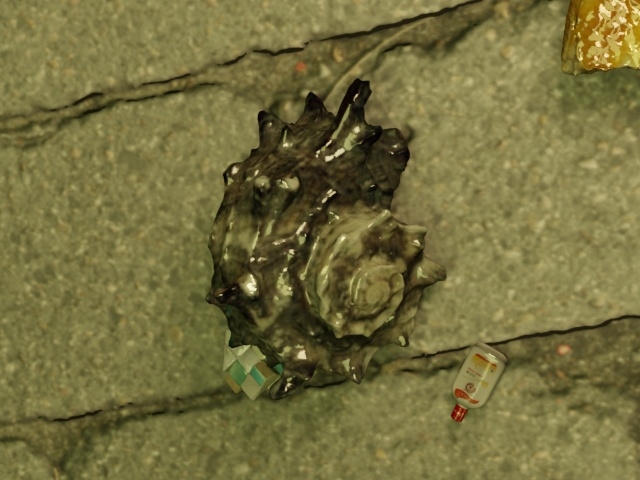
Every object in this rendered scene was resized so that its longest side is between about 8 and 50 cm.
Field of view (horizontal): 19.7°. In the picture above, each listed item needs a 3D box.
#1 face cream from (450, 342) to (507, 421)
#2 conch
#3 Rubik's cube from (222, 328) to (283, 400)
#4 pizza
[{"bbox_3d":[0.155,0.145,1.859,0.040,0.021,0.083,30,110,13],"label":"face cream"},{"bbox_3d":[0.008,0.002,1.809,0.240,0.186,0.313,3,82,-10],"label":"conch"},{"bbox_3d":[-0.060,0.130,1.902,0.084,0.075,0.073,4,83,34],"label":"Rubik's cube"},{"bbox_3d":[0.375,-0.210,1.684,0.297,0.071,0.189,8,91,15],"label":"pizza"}]
